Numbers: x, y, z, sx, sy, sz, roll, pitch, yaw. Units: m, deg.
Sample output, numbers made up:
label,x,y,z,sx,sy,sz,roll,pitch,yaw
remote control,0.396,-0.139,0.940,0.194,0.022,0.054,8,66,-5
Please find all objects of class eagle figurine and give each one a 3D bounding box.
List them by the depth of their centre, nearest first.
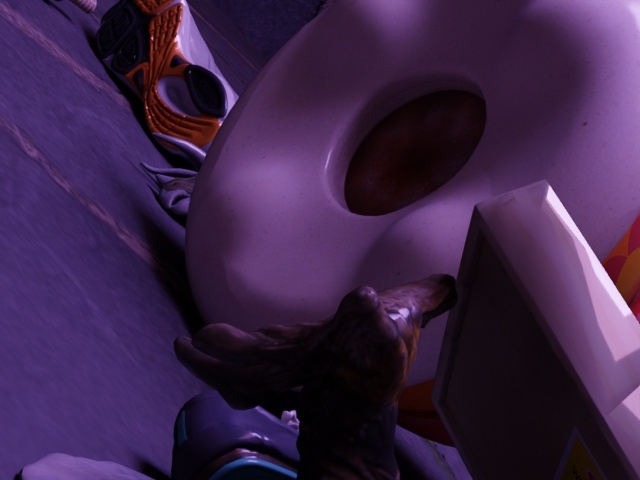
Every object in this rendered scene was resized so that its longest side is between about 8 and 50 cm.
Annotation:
label,x,y,z,sx,sy,sz,roll,pitch,yaw
eagle figurine,0.045,0.163,0.512,0.226,0.225,0.298,-11,87,-36

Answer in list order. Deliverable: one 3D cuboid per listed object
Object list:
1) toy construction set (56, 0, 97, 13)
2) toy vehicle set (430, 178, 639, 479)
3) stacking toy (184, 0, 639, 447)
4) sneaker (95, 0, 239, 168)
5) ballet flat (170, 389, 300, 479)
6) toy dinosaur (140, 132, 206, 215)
label,x,y,z,sx,sy,sz,roll,pitch,yaw
toy construction set,-0.263,-0.435,1.369,0.237,0.309,0.257,34,7,-44
toy vehicle set,0.127,0.127,0.599,0.166,0.035,0.266,96,-28,-55
stacking toy,0.165,0.053,1.033,0.480,0.351,0.350,46,7,-39
sneaker,-0.130,-0.143,1.361,0.121,0.099,0.262,51,10,-48
ballet flat,-0.002,0.129,0.701,0.203,0.074,0.074,38,11,-40
toy dinosaur,0.000,0.000,1.196,0.313,0.121,0.160,32,24,-56
